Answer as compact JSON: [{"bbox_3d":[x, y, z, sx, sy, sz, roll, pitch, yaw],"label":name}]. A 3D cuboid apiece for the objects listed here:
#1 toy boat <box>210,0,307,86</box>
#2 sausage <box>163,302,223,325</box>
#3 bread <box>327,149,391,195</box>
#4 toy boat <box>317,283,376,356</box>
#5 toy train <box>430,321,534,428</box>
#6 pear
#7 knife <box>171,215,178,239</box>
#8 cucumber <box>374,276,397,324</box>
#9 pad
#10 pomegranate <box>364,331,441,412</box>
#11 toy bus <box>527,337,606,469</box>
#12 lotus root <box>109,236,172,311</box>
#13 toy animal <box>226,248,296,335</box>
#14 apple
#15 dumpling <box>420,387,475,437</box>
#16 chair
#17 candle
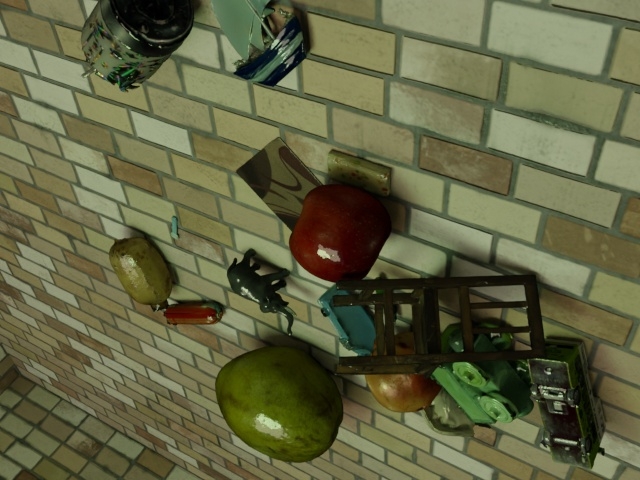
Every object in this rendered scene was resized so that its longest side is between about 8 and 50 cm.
[{"bbox_3d":[-0.133,-0.431,1.389,0.210,0.070,0.291,2,128,37],"label":"toy boat"},{"bbox_3d":[-0.404,0.240,2.333,0.264,0.083,0.083,-5,126,43],"label":"sausage"},{"bbox_3d":[0.082,-0.145,1.544,0.154,0.028,0.068,22,143,24],"label":"bread"},{"bbox_3d":[0.077,0.221,1.886,0.238,0.109,0.098,54,161,-15],"label":"toy boat"},{"bbox_3d":[0.378,0.310,1.677,0.271,0.159,0.188,48,151,-14],"label":"toy train"},{"bbox_3d":[-0.115,0.480,2.137,0.413,0.352,0.352,24,142,26],"label":"pear"},{"bbox_3d":[-0.429,-0.038,2.113,0.027,0.010,0.096,29,141,14],"label":"knife"},{"bbox_3d":[0.163,0.147,1.780,0.037,0.037,0.155,3,130,39],"label":"cucumber"},{"bbox_3d":[-0.046,-0.086,1.735,0.330,0.004,0.220,47,143,-11],"label":"pad"},{"bbox_3d":[0.214,0.329,1.798,0.209,0.209,0.209,23,141,20],"label":"pomegranate"},{"bbox_3d":[0.550,0.354,1.590,0.113,0.139,0.301,1,122,39],"label":"toy bus"},{"bbox_3d":[-0.561,0.106,2.272,0.160,0.146,0.284,19,137,56],"label":"lotus root"},{"bbox_3d":[-0.141,0.134,1.946,0.269,0.137,0.082,38,142,15],"label":"toy animal"},{"bbox_3d":[0.043,-0.015,1.554,0.201,0.218,0.218,23,143,-1],"label":"apple"},{"bbox_3d":[0.334,0.446,1.875,0.199,0.136,0.118,27,137,-1],"label":"dumpling"},{"bbox_3d":[0.240,0.187,1.559,0.416,0.203,0.240,-1,163,-1],"label":"chair"},{"bbox_3d":[-0.411,-0.432,1.525,0.187,0.187,0.330,49,144,-14],"label":"candle"}]
